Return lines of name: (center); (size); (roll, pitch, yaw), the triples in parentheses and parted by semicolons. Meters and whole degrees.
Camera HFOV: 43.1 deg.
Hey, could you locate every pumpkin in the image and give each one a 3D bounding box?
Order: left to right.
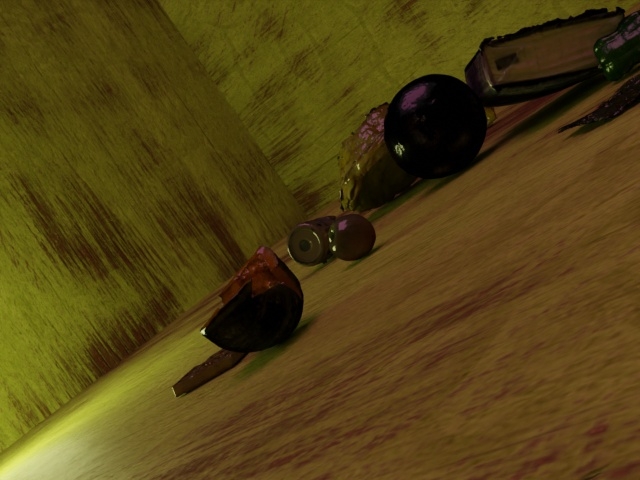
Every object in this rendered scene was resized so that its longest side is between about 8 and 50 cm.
pumpkin: (-0.081, 0.091, 1.084); (0.119, 0.107, 0.183); (-41, 9, 22)

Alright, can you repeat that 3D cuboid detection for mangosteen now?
mangosteen: (0.231, -0.222, 1.653); (0.211, 0.211, 0.250); (-35, -10, 1)

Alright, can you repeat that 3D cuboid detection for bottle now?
bottle: (0.001, 0.000, 1.675); (0.099, 0.099, 0.152); (-33, -4, 25)

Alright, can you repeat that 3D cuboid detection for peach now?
peach: (0.053, -0.005, 1.349); (0.083, 0.083, 0.083); (-35, 4, 3)

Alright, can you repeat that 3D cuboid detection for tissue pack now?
tissue pack: (0.421, -0.339, 1.563); (0.259, 0.122, 0.361); (-12, 5, 8)

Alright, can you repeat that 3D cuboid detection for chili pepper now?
chili pepper: (0.556, -0.349, 1.292); (0.253, 0.083, 0.099); (-29, -4, 23)

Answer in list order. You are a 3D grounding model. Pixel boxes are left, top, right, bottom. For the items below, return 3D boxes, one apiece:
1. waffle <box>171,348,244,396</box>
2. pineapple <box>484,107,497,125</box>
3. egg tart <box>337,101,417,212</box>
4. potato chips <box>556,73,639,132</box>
waffle: (-0.156, 0.185, 1.215); (0.135, 0.021, 0.092); (-31, 7, 32)
pineapple: (0.366, -0.328, 2.245); (0.250, 0.140, 0.164); (-36, 1, 32)
egg tart: (0.151, -0.206, 1.907); (0.345, 0.132, 0.345); (-37, -20, -16)
potato chips: (0.405, -0.193, 1.066); (0.142, 0.026, 0.209); (-41, 6, -39)
